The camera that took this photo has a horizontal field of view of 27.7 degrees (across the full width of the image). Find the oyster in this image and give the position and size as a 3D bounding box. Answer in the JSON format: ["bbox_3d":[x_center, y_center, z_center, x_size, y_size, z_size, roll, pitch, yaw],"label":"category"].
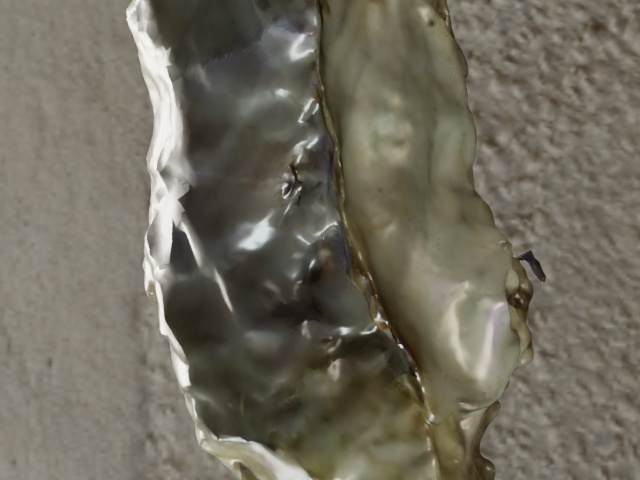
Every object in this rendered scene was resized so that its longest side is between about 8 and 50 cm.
[{"bbox_3d":[-0.007,-0.034,0.473,0.166,0.110,0.341,3,96,50],"label":"oyster"}]
